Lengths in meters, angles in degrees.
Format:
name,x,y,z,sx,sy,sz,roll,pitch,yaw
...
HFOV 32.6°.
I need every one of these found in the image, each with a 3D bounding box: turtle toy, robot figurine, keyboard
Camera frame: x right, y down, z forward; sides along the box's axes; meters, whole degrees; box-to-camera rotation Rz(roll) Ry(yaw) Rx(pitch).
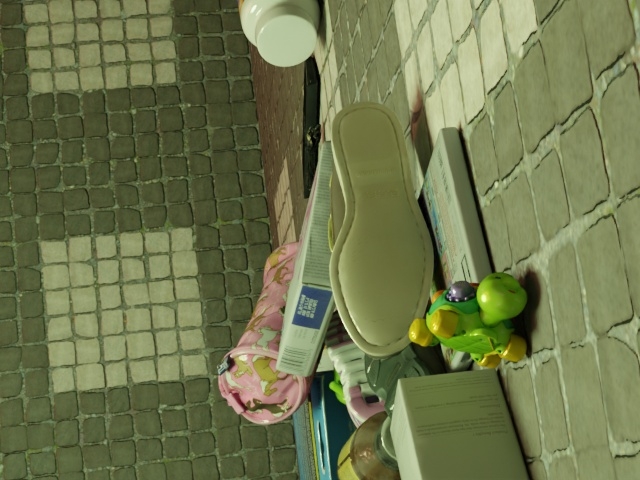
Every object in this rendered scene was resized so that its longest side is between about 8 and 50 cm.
name,x,y,z,sx,sy,sz,roll,pitch,yaw
turtle toy,0.145,0.069,1.001,0.130,0.095,0.066,142,146,-67
robot figurine,0.056,0.230,1.847,0.101,0.067,0.115,-53,-35,-58
keyboard,-0.019,-0.210,2.249,0.317,0.033,0.202,91,176,-48

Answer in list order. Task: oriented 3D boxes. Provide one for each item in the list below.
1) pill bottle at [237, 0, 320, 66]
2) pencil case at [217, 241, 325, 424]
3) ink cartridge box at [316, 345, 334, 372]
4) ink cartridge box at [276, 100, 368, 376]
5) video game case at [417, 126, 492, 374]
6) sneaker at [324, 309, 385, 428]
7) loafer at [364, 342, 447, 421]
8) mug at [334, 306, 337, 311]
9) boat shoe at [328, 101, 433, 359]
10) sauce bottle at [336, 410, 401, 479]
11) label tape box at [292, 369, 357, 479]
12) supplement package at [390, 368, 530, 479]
name,x,y,z,sx,sy,sz,roll,pitch,yaw
pill bottle,-0.082,-0.452,2.075,0.272,0.152,0.152,-102,10,-45
pencil case,-0.064,0.153,1.961,0.386,0.167,0.160,-67,-12,-56
ink cartridge box,-0.020,0.240,2.302,0.061,0.104,0.181,-138,42,-80
ink cartridge box,0.000,0.000,1.698,0.324,0.071,0.330,105,174,-60
video game case,0.144,0.017,1.185,0.193,0.023,0.212,99,163,-63
sneaker,0.065,0.208,1.700,0.105,0.095,0.236,81,176,-47
loafer,0.115,0.161,1.296,0.096,0.084,0.267,-58,16,15
mug,0.051,0.118,1.849,0.064,0.062,0.078,-122,20,-57
boat shoe,0.063,-0.004,1.266,0.097,0.116,0.324,88,177,-61
sauce bottle,0.090,0.288,1.463,0.344,0.111,0.111,107,156,-72
label tape box,0.029,0.364,2.007,0.347,0.115,0.249,145,119,-77
supplement package,0.138,0.231,1.071,0.105,0.105,0.179,94,169,-50
